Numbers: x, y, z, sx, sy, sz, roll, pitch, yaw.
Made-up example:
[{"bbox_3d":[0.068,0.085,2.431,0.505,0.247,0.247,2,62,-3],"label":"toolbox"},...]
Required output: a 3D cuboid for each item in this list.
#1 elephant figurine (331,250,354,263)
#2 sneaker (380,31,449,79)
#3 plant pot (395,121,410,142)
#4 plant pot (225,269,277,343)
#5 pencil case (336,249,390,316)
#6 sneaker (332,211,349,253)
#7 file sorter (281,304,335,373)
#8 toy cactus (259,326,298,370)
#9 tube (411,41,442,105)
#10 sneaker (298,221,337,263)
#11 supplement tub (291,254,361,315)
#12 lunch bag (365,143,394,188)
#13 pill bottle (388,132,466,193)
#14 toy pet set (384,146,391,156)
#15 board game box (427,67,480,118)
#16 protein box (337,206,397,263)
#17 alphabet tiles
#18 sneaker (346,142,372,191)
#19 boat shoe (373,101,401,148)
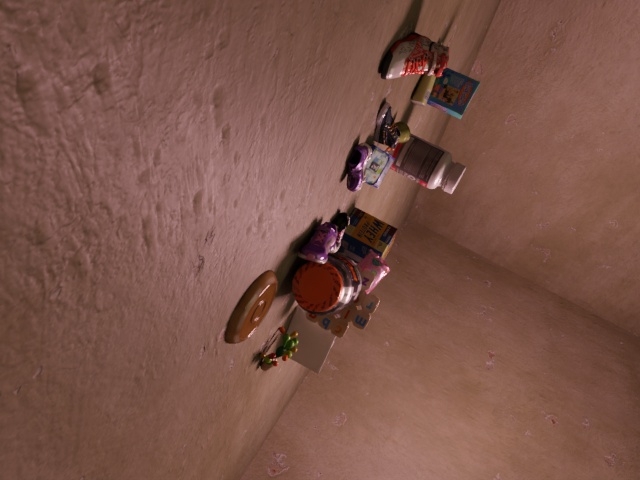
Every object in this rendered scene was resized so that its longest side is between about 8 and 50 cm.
[{"bbox_3d":[0.049,0.173,2.086,0.239,0.186,0.169,-50,-160,-4],"label":"elephant figurine"},{"bbox_3d":[0.288,-0.523,1.445,0.270,0.145,0.090,-50,163,-43],"label":"sneaker"},{"bbox_3d":[0.289,-0.405,1.898,0.079,0.083,0.083,-32,151,-43],"label":"plant pot"},{"bbox_3d":[-0.184,0.194,1.396,0.236,0.032,0.236,-56,168,-19],"label":"plant pot"},{"bbox_3d":[0.141,0.169,1.956,0.284,0.124,0.124,-44,170,8],"label":"pencil case"},{"bbox_3d":[0.059,-0.034,1.809,0.170,0.063,0.075,-63,169,-17],"label":"sneaker"},{"bbox_3d":[-0.022,0.381,2.108,0.173,0.193,0.277,-49,163,-56],"label":"file sorter"},{"bbox_3d":[-0.171,0.427,1.873,0.180,0.112,0.219,-46,178,25],"label":"toy cactus"},{"bbox_3d":[0.436,-0.658,1.974,0.070,0.062,0.240,36,-75,61],"label":"tube"},{"bbox_3d":[0.000,0.000,1.598,0.236,0.095,0.104,-44,153,-67],"label":"sneaker"},{"bbox_3d":[0.023,0.152,1.731,0.207,0.207,0.338,-62,168,4],"label":"supplement tub"},{"bbox_3d":[0.184,-0.264,1.747,0.129,0.096,0.151,-61,154,8],"label":"lunch bag"},{"bbox_3d":[0.454,-0.331,2.137,0.176,0.318,0.176,-55,166,-21],"label":"pill bottle"},{"bbox_3d":[0.244,-0.298,1.882,0.114,0.065,0.122,-42,180,-29],"label":"toy pet set"},{"bbox_3d":[0.520,-0.616,2.031,0.160,0.210,0.047,-60,168,-3],"label":"board game box"},{"bbox_3d":[0.191,0.003,2.091,0.136,0.201,0.200,-55,166,-27],"label":"protein box"},{"bbox_3d":[0.076,0.216,1.902,0.278,0.284,0.021,-62,166,2],"label":"alphabet tiles"},{"bbox_3d":[0.108,-0.235,1.600,0.071,0.068,0.170,-25,136,-45],"label":"sneaker"},{"bbox_3d":[0.236,-0.388,1.682,0.065,0.083,0.183,-56,167,-23],"label":"boat shoe"}]
